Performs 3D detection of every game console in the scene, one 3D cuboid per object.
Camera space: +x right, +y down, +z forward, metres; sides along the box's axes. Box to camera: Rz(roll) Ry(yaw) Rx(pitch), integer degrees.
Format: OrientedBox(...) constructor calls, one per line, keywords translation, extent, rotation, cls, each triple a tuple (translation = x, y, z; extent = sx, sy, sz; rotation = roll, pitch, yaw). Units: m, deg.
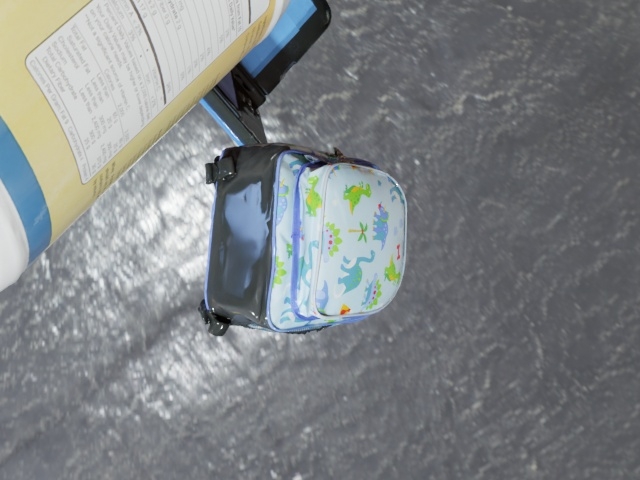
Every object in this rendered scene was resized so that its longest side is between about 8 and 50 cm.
OrientedBox(translation=(-0.110, -0.286, 1.312), extent=(0.173, 0.250, 0.293), rotation=(-36, 119, 11), cls="game console")

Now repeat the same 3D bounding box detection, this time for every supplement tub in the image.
OrientedBox(translation=(-0.097, -0.093, 0.372), extent=(0.199, 0.144, 0.144), rotation=(-49, 119, -27), cls="supplement tub")

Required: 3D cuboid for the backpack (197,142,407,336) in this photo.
OrientedBox(translation=(0.000, 0.000, 0.614), extent=(0.114, 0.084, 0.105), rotation=(-2, 96, -56), cls="backpack")
